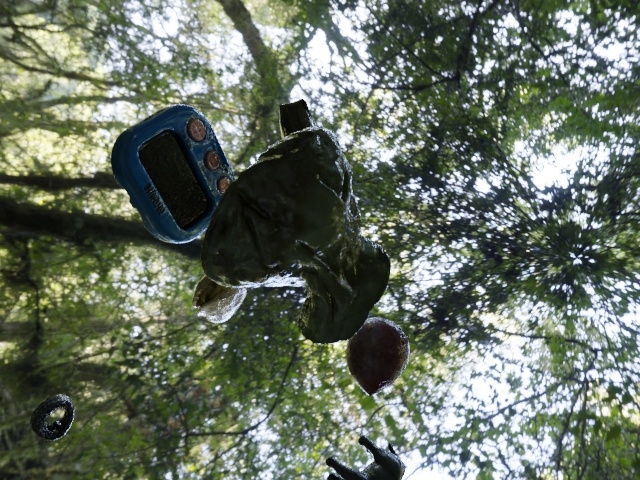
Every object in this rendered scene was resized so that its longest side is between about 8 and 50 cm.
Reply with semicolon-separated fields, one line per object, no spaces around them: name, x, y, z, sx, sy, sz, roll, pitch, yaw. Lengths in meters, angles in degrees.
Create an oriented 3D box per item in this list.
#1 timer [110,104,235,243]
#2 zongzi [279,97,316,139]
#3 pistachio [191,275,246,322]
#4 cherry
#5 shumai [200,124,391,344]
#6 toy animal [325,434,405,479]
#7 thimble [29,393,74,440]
timer;-0.394;-0.182;1.277;0.115;0.309;0.340;5;-50;37
zongzi;-0.060;-0.288;1.464;0.112;0.242;0.220;-12;-117;-6
pistachio;-0.274;0.147;1.255;0.117;0.145;0.200;57;-31;23
cherry;0.170;0.351;1.400;0.192;0.175;0.249;14;-128;6
shumai;0.000;0.000;0.802;0.288;0.292;0.330;38;-76;17
toy animal;0.068;0.508;0.950;0.137;0.270;0.082;27;-48;37
thimble;-0.700;0.466;1.224;0.066;0.104;0.095;13;-44;53
